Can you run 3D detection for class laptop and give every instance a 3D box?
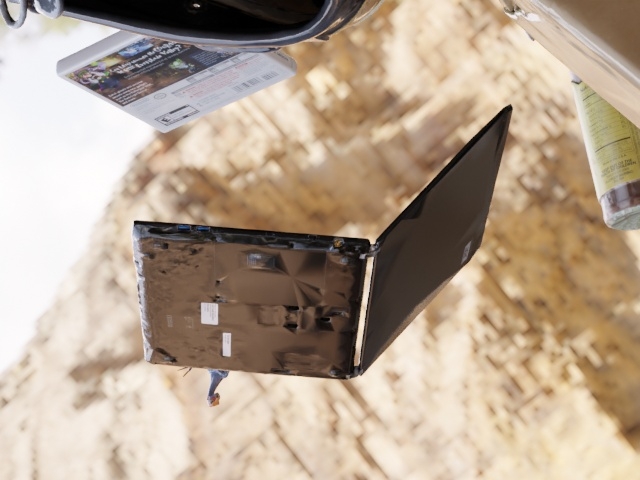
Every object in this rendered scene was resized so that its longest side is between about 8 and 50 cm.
[{"bbox_3d":[0.000,0.000,1.449,0.234,0.264,0.137,94,-179,-62],"label":"laptop"}]

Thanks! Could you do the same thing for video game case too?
[{"bbox_3d":[-0.151,-0.182,2.010,0.173,0.190,0.022,27,-129,-47],"label":"video game case"}]

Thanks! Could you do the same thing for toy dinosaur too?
[{"bbox_3d":[-0.092,0.122,1.880,0.090,0.082,0.047,0,-174,-42],"label":"toy dinosaur"}]

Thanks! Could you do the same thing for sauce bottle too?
[{"bbox_3d":[0.379,-0.186,2.434,0.111,0.111,0.344,19,-124,-51],"label":"sauce bottle"}]

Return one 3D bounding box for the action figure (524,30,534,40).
[{"bbox_3d":[0.256,-0.188,1.489,0.285,0.185,0.099,26,-104,-36],"label":"action figure"}]

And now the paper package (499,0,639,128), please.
[{"bbox_3d":[0.297,-0.220,1.249,0.309,0.325,0.168,45,-177,31],"label":"paper package"}]

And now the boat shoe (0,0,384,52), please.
[{"bbox_3d":[-0.190,-0.252,1.385,0.500,0.187,0.156,16,-154,4],"label":"boat shoe"}]
